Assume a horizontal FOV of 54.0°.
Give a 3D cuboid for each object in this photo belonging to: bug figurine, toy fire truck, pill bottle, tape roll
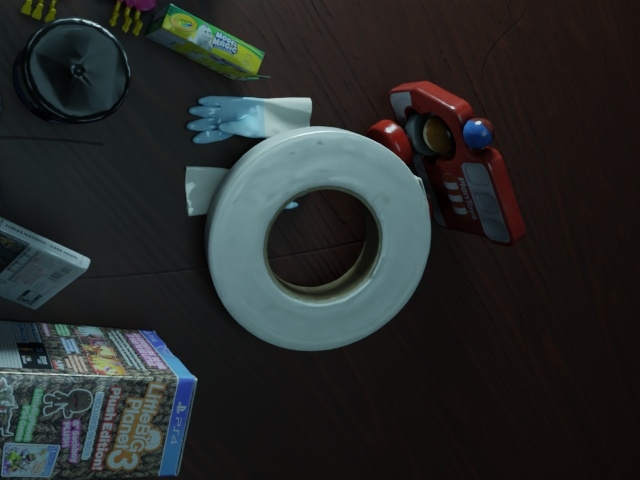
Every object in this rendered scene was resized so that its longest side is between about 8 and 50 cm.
[{"bbox_3d":[-0.293,-0.413,0.850,0.216,0.072,0.279,21,118,-35],"label":"bug figurine"},{"bbox_3d":[0.235,-0.142,1.128,0.169,0.254,0.302,-32,113,-22],"label":"toy fire truck"},{"bbox_3d":[-0.330,-0.212,0.816,0.123,0.219,0.122,-6,102,-29],"label":"pill bottle"},{"bbox_3d":[0.000,0.000,1.073,0.392,0.072,0.391,-5,107,-15],"label":"tape roll"}]

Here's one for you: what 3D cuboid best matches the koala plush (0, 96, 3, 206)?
[{"bbox_3d":[-0.532,-0.127,0.751,0.221,0.203,0.196,-3,84,-4],"label":"koala plush"}]

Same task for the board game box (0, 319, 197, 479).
[{"bbox_3d":[-0.355,0.213,0.869,0.291,0.232,0.141,10,95,-30],"label":"board game box"}]

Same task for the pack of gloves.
[{"bbox_3d":[-0.110,-0.143,1.054,0.232,0.046,0.194,-6,100,-28],"label":"pack of gloves"}]

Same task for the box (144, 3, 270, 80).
[{"bbox_3d":[-0.167,-0.294,0.961,0.179,0.105,0.043,22,88,-31],"label":"box"}]

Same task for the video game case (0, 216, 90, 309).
[{"bbox_3d":[-0.425,0.025,0.834,0.173,0.190,0.022,31,51,-30],"label":"video game case"}]
